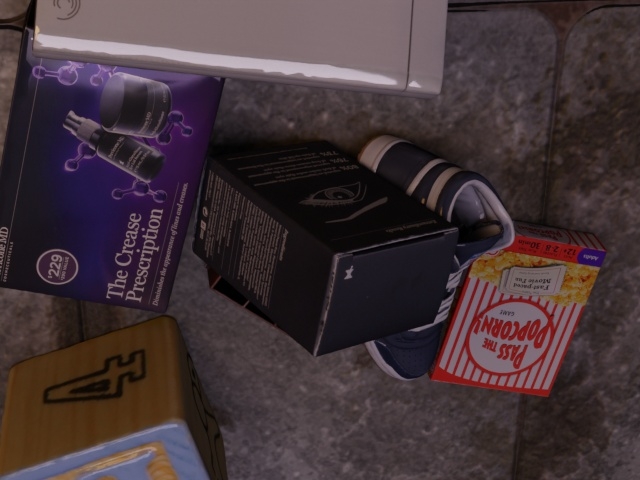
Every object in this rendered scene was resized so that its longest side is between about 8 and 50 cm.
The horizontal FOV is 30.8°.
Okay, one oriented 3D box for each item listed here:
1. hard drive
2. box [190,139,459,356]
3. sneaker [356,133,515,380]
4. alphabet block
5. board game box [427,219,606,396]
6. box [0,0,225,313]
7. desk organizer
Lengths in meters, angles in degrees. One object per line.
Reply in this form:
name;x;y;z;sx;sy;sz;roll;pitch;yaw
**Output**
hard drive;-0.060;-0.257;1.011;0.353;0.047;0.233;5;87;-12
box;0.000;0.000;1.094;0.153;0.207;0.108;-11;125;-37
sneaker;0.116;0.040;1.180;0.099;0.153;0.282;-27;123;-34
alphabet block;-0.208;0.226;1.207;0.193;0.197;0.192;-17;118;-1
board game box;0.212;0.074;1.286;0.147;0.045;0.193;9;115;-14
box;-0.209;-0.076;1.106;0.184;0.103;0.261;11;115;-12
desk organizer;-0.056;0.054;1.226;0.130;0.050;0.047;33;108;-23
